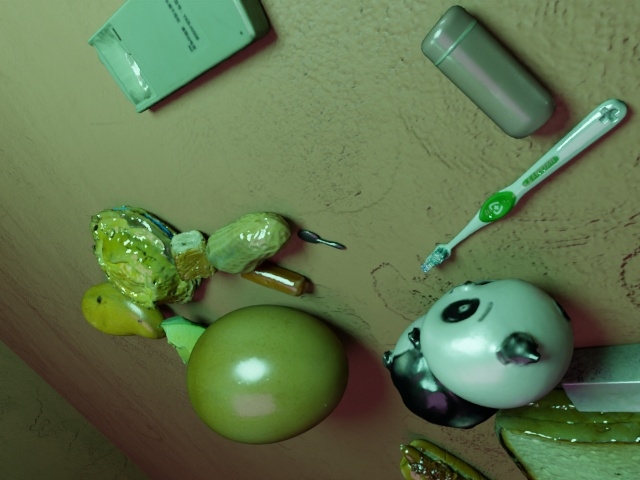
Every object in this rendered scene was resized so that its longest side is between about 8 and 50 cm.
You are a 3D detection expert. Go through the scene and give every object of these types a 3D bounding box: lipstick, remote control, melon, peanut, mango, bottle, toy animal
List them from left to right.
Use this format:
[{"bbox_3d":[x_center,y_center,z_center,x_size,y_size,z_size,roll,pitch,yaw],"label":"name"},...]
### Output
[{"bbox_3d":[-0.491,0.177,1.058,0.262,0.109,0.157,8,122,18],"label":"mango"},{"bbox_3d":[-0.197,-0.264,0.542,0.285,0.038,0.123,-12,120,39],"label":"remote control"},{"bbox_3d":[-0.265,0.298,1.020,0.196,0.124,0.324,1,120,41],"label":"melon"},{"bbox_3d":[-0.124,0.007,0.703,0.194,0.083,0.093,-17,104,41],"label":"peanut"},{"bbox_3d":[0.211,0.143,0.555,0.165,0.187,0.235,49,145,19],"label":"toy animal"},{"bbox_3d":[0.163,-0.162,0.407,0.140,0.053,0.053,40,137,-8],"label":"bottle"},{"bbox_3d":[0.477,0.164,0.506,0.317,0.066,0.068,-20,117,41],"label":"lipstick"}]

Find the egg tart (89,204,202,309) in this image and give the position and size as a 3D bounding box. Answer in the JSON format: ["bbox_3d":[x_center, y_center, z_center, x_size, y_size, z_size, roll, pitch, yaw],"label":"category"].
[{"bbox_3d":[-0.381,0.057,0.883,0.290,0.107,0.291,17,135,17],"label":"egg tart"}]

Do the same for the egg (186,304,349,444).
[{"bbox_3d":[-0.100,0.246,0.783,0.322,0.250,0.250,-11,122,30],"label":"egg"}]

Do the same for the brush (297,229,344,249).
[{"bbox_3d":[0.000,0.000,0.680,0.083,0.008,0.024,17,133,16],"label":"brush"}]

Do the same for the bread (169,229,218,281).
[{"bbox_3d":[-0.237,0.027,0.783,0.083,0.076,0.070,-129,28,-53],"label":"bread"}]

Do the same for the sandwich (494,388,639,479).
[{"bbox_3d":[0.454,0.354,0.670,0.271,0.099,0.301,-14,123,44],"label":"sandwich"}]

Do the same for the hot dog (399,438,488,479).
[{"bbox_3d":[0.282,0.532,0.927,0.249,0.102,0.076,30,172,3],"label":"hot dog"}]

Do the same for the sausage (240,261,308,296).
[{"bbox_3d":[-0.084,0.068,0.766,0.131,0.041,0.039,16,113,16],"label":"sausage"}]

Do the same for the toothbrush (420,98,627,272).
[{"bbox_3d":[0.220,-0.047,0.501,0.030,0.030,0.304,36,134,-3],"label":"toothbrush"}]
